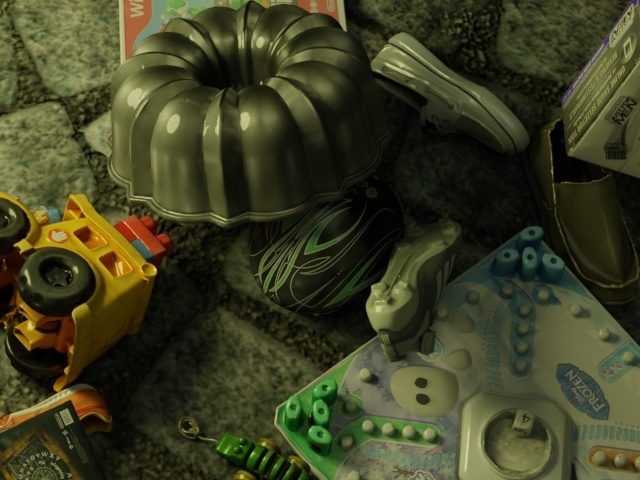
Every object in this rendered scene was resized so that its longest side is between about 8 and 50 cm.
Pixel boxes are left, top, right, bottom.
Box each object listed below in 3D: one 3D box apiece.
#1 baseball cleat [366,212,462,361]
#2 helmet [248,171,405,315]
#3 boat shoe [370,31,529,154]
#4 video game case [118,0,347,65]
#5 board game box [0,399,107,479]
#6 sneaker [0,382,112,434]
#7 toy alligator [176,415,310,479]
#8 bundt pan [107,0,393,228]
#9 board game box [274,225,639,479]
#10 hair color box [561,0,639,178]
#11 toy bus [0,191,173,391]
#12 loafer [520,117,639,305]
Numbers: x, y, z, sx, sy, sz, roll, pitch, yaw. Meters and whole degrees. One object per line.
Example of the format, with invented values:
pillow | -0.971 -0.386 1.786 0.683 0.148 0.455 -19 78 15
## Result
baseball cleat | 0.106 0.059 1.738 0.072 0.109 0.206 2 30 31
helmet | 0.000 0.000 1.780 0.169 0.169 0.161 45 48 16
boat shoe | 0.152 -0.162 1.936 0.076 0.083 0.226 -44 63 -13
video game case | -0.105 -0.235 1.961 0.285 0.025 0.204 -1 62 -8
board game box | -0.277 0.274 1.626 0.126 0.026 0.186 -24 88 -19
sneaker | -0.300 0.213 1.669 0.175 0.064 0.067 -28 65 -21
toy alligator | -0.073 0.234 1.696 0.189 0.051 0.056 30 62 8
bundt pan | -0.088 -0.160 1.763 0.330 0.124 0.331 -5 38 4
board game box | 0.215 0.222 1.727 0.390 0.050 0.390 -34 71 -18
hair color box | 0.476 -0.144 1.850 0.338 0.185 0.110 15 47 -16
toy bus | -0.278 0.021 1.742 0.220 0.149 0.211 43 52 18
loafer | 0.308 -0.038 1.874 0.094 0.087 0.251 -16 65 -16
